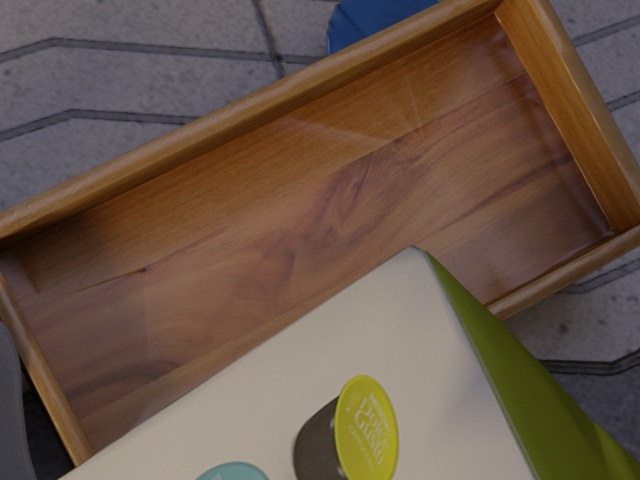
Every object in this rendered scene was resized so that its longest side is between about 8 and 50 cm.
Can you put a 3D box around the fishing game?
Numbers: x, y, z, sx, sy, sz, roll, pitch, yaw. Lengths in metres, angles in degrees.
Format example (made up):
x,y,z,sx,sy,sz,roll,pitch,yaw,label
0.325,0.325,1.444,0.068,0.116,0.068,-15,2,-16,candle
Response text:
x,y,z,sx,sy,sz,roll,pitch,yaw,label
0.079,-0.113,1.209,0.189,0.041,0.264,26,45,-20,fishing game

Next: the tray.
x,y,z,sx,sy,sz,roll,pitch,yaw,label
0.000,0.000,1.043,0.411,0.076,0.203,-27,86,-15,tray

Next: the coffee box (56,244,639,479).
x,y,z,sx,sy,sz,roll,pitch,yaw,label
0.040,0.276,0.680,0.334,0.338,0.337,-34,46,12,coffee box

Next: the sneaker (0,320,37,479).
x,y,z,sx,sy,sz,roll,pitch,yaw,label
-0.231,0.151,0.977,0.079,0.121,0.217,-2,89,-49,sneaker
